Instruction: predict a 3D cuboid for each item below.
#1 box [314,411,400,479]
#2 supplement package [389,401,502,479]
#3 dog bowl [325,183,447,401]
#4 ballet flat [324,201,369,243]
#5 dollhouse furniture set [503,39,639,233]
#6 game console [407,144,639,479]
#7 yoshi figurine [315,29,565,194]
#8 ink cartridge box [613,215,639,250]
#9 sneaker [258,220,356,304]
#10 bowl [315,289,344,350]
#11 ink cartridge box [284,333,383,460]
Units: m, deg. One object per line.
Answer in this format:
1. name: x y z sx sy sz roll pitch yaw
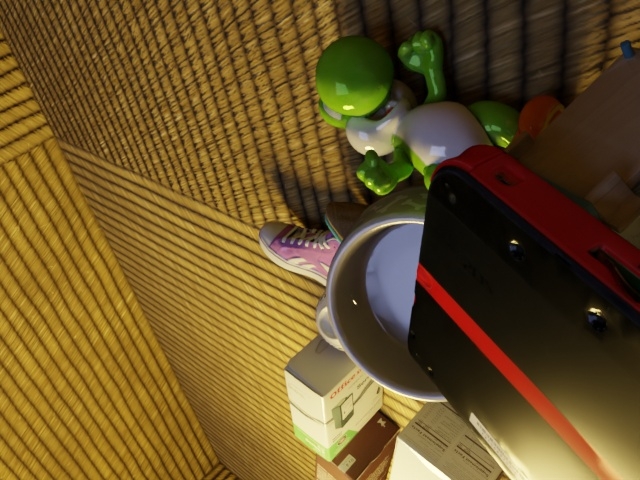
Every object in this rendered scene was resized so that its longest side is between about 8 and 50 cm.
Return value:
1. box: 0.090 0.618 1.731 0.143 0.191 0.381 36 147 23
2. supplement package: 0.279 0.503 1.396 0.204 0.145 0.261 34 147 27
3. dog bowl: 0.164 0.092 0.986 0.349 0.102 0.348 9 111 25
4. ballet flat: 0.153 0.035 1.088 0.342 0.116 0.124 51 130 10
5. dollhouse furniture set: 0.381 -0.076 0.614 0.198 0.286 0.303 44 -179 -36
6. game console: 0.221 0.124 0.625 0.386 0.060 0.342 52 153 42
7. yoshi figurine: 0.120 -0.168 0.841 0.362 0.204 0.203 30 128 35
8. ink cartridge box: 0.428 0.171 0.714 0.384 0.160 0.279 51 155 36
9. sneaker: 0.001 0.000 1.268 0.282 0.102 0.161 26 140 18
10. bowl: 0.047 0.163 1.317 0.170 0.080 0.170 5 99 35
11. ink cartridge box: 0.038 0.342 1.471 0.122 0.211 0.289 31 145 31
